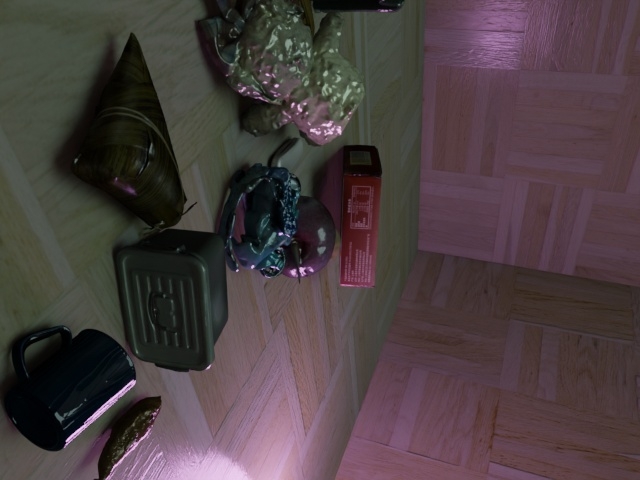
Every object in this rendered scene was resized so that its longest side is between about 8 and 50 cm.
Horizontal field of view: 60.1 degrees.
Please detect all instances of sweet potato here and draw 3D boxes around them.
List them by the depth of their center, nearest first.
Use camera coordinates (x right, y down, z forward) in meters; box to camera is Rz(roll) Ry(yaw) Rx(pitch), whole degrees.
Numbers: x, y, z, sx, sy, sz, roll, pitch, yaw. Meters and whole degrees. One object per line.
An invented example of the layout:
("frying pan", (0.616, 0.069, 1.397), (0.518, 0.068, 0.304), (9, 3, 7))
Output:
("sweet potato", (-0.338, 0.339, 0.975), (0.068, 0.060, 0.206), (-59, -178, 35))

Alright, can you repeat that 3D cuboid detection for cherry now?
("cherry", (-0.051, -0.011, 1.451), (0.266, 0.183, 0.214), (-86, -168, -74))

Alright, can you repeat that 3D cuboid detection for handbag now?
("handbag", (0.102, -0.720, 1.430), (0.079, 0.259, 0.248), (35, 62, -72))

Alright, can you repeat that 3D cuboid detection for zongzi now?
("zongzi", (-0.268, -0.155, 0.886), (0.248, 0.111, 0.241), (64, 33, -67))

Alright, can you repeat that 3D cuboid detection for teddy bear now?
("teddy bear", (-0.079, -0.383, 1.224), (0.327, 0.362, 0.375), (-55, -167, 9))

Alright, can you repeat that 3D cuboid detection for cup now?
("cup", (-0.368, 0.202, 0.790), (0.113, 0.150, 0.138), (-51, 178, 35))

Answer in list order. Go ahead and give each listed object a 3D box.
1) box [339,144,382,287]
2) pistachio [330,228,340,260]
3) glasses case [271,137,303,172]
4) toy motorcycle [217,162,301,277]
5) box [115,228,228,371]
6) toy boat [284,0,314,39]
("box", (0.129, -0.092, 1.866), (0.345, 0.122, 0.386), (-84, 175, -66))
("pistachio", (0.000, 0.000, 1.693), (0.223, 0.126, 0.152), (41, 27, -70))
("glasses case", (-0.086, -0.218, 1.458), (0.164, 0.041, 0.063), (-56, 148, -49))
("toy motorcycle", (-0.137, -0.045, 1.271), (0.206, 0.154, 0.260), (9, 95, -48))
("box", (-0.249, 0.095, 0.987), (0.135, 0.163, 0.244), (-62, 155, -63))
("toy boat", (-0.061, -0.554, 1.338), (0.226, 0.068, 0.088), (69, 40, -61))
